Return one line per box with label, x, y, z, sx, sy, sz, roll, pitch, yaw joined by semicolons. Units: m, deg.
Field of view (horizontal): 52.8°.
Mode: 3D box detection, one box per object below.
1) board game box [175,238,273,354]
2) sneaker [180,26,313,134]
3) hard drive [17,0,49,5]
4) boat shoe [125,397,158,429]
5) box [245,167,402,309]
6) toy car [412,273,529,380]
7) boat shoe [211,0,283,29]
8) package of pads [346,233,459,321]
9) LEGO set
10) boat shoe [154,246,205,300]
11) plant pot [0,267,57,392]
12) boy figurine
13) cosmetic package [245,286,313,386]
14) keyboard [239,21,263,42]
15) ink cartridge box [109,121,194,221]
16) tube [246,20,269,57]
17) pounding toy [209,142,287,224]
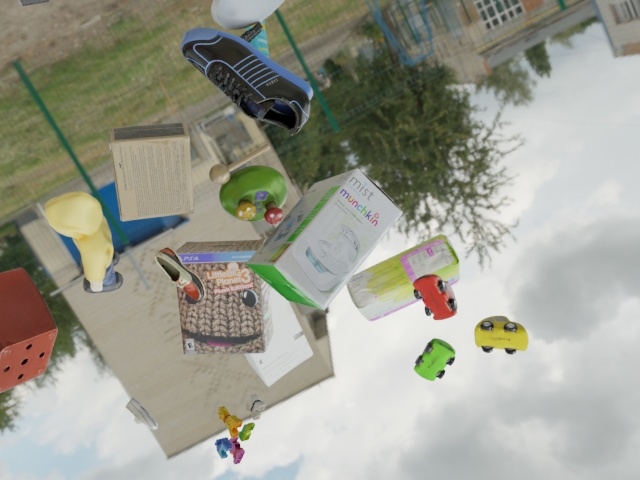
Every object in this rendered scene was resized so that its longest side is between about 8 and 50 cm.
board game box;-0.264;0.154;1.789;0.232;0.291;0.141;-3;-167;5
sneaker;-0.119;-0.251;1.025;0.081;0.232;0.090;-46;-153;50
hard drive;-0.604;-0.638;1.218;0.064;0.339;0.237;-18;-145;-20
boat shoe;-0.439;0.431;1.575;0.035;0.100;0.035;-47;165;-7
box;0.000;0.000;1.219;0.231;0.127;0.262;-50;-168;-11
toy car;0.251;0.184;1.246;0.225;0.239;0.053;-62;176;36
boat shoe;-0.136;-0.659;1.522;0.367;0.136;0.156;-46;-127;1
package of pads;0.225;0.107;1.719;0.296;0.101;0.229;-26;160;4
LEGO set;-0.243;0.511;1.784;0.087;0.227;0.093;1;-148;-42
boat shoe;-0.298;0.075;1.366;0.049;0.137;0.043;-34;-173;24
plant pot;-0.906;0.274;1.816;0.267;0.235;0.267;-21;141;-58
boy figurine;-0.434;0.007;1.209;0.092;0.177;0.285;-12;156;-11
cosmetic package;-0.200;0.300;2.281;0.217;0.385;0.156;-35;-142;-15
keyboard;-0.192;-0.445;1.491;0.108;0.023;0.180;-31;-160;50
ink cartridge box;-0.428;-0.176;1.653;0.193;0.235;0.088;-6;-142;-15
tube;-0.168;-0.527;1.725;0.052;0.207;0.080;-9;179;29
pounding toy;-0.169;-0.108;1.653;0.182;0.237;0.110;-21;-129;-1
